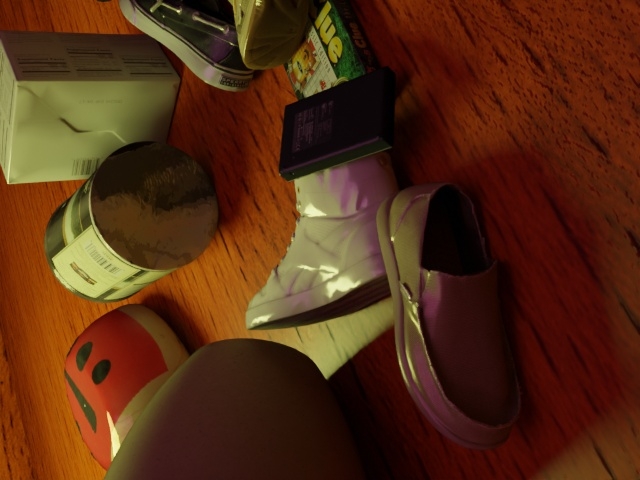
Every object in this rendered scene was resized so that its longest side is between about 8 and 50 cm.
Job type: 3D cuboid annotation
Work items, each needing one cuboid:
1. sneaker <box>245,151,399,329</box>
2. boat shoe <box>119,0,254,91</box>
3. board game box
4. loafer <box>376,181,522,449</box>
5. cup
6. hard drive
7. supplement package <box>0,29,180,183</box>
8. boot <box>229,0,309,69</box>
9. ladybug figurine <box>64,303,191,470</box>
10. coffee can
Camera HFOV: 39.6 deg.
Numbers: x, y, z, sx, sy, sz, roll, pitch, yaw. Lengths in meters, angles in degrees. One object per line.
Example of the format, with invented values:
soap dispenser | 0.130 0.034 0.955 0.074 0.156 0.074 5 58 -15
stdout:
sneaker | 0.000 0.000 1.033 0.292 0.108 0.169 -29 69 46
boat shoe | -0.187 -0.325 1.265 0.306 0.113 0.105 47 127 41
board game box | 0.001 -0.227 1.054 0.136 0.030 0.259 -50 53 47
loafer | 0.123 0.061 0.835 0.092 0.102 0.268 -49 54 57
cup | -0.090 0.258 1.063 0.331 0.331 0.237 129 153 -49
hard drive | 0.017 -0.123 0.944 0.135 0.022 0.094 -16 56 34
supplement package | -0.395 -0.221 1.473 0.145 0.262 0.204 57 140 37
boot | -0.064 -0.356 1.020 0.203 0.095 0.262 67 152 27
ladybug figurine | -0.333 0.279 1.557 0.449 0.162 0.305 30 121 53
coffee can | -0.309 -0.021 1.428 0.275 0.201 0.201 -24 75 57
